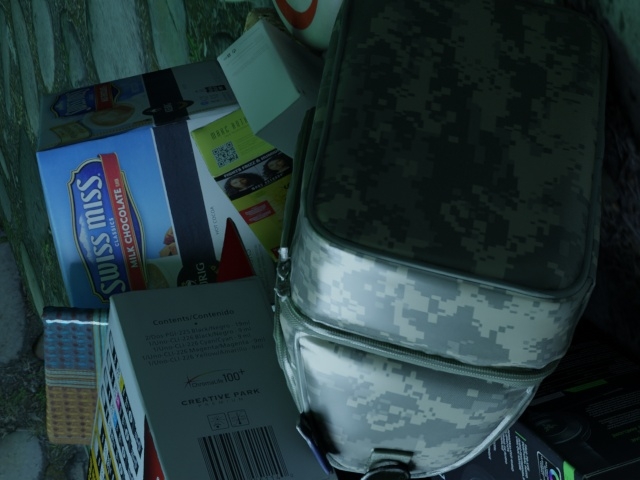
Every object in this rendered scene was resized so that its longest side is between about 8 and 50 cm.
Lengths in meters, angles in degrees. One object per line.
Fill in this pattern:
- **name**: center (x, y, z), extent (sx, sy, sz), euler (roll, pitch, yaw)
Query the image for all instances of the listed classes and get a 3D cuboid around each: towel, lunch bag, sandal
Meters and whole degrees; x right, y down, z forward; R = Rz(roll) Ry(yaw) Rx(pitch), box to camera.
- **towel**: center (-0.112, 0.152, 1.875), extent (0.271, 0.370, 0.040), euler (101, 171, -53)
- **lunch bag**: center (0.077, -0.002, 1.259), extent (0.256, 0.212, 0.305), euler (101, 179, -49)
- **sandal**: center (-0.063, -0.211, 1.881), extent (0.240, 0.088, 0.079), euler (148, 104, -77)

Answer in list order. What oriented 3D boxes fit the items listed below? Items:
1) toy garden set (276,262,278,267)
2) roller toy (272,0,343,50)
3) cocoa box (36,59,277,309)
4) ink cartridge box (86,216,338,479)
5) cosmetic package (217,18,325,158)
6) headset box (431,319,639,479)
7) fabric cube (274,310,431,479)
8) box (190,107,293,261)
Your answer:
- **toy garden set**: center (0.000, 0.000, 1.917), extent (0.244, 0.049, 0.204), euler (133, 124, -68)
- **roller toy**: center (0.026, -0.264, 1.475), extent (0.209, 0.146, 0.191), euler (112, 140, -61)
- **cocoa box**: center (-0.191, -0.054, 1.980), extent (0.347, 0.228, 0.231), euler (-119, 18, -73)
- **ink cartridge box**: center (-0.112, 0.180, 1.431), extent (0.309, 0.130, 0.272), euler (106, 150, -48)
- **cosmetic package**: center (0.013, -0.100, 1.545), extent (0.239, 0.060, 0.099), euler (30, -154, -50)
- **headset box**: center (0.202, 0.218, 1.324), extent (0.283, 0.131, 0.246), euler (-140, 39, -60)
- **fabric cube**: center (0.030, 0.217, 1.638), extent (0.258, 0.259, 0.254), euler (-139, 40, -61)
- **box**: center (-0.047, -0.057, 1.687), extent (0.232, 0.087, 0.058), euler (59, -175, -66)
